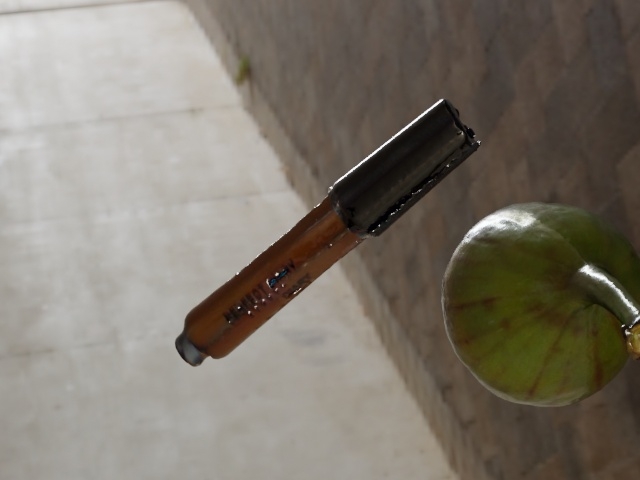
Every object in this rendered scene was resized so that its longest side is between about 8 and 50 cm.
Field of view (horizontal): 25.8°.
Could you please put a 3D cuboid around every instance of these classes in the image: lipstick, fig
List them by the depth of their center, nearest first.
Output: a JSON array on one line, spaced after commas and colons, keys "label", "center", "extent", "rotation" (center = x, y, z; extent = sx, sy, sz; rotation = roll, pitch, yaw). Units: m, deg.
[{"label": "fig", "center": [0.159, 0.039, 0.956], "extent": [0.259, 0.151, 0.151], "rotation": [71, -170, -84]}, {"label": "lipstick", "center": [0.000, 0.000, 1.539], "extent": [0.077, 0.418, 0.077], "rotation": [44, -163, -18]}]
